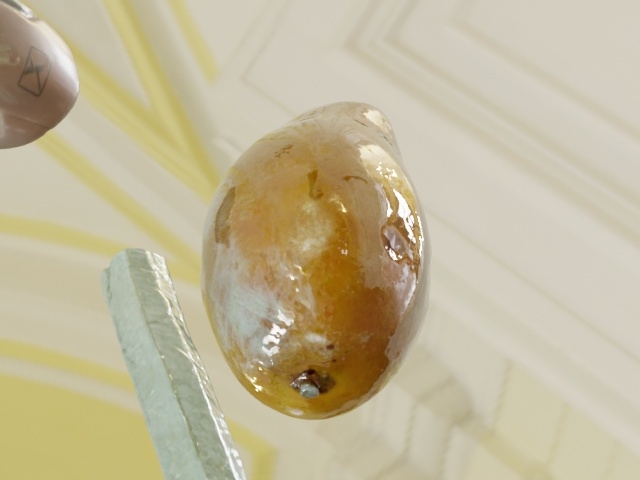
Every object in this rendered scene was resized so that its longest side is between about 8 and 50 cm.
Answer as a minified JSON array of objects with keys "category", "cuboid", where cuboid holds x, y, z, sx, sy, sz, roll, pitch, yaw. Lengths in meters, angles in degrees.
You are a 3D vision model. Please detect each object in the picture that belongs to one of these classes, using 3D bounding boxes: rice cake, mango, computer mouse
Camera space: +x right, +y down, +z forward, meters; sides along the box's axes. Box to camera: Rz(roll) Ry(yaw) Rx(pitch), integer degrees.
[{"category":"rice cake","cuboid":[-0.085,0.108,1.026,0.042,0.245,0.045,-40,-35,24]},{"category":"mango","cuboid":[0.000,0.000,1.427,0.384,0.199,0.221,-78,-9,-53]},{"category":"computer mouse","cuboid":[-0.414,-0.199,1.544,0.115,0.389,0.199,119,166,-68]}]
